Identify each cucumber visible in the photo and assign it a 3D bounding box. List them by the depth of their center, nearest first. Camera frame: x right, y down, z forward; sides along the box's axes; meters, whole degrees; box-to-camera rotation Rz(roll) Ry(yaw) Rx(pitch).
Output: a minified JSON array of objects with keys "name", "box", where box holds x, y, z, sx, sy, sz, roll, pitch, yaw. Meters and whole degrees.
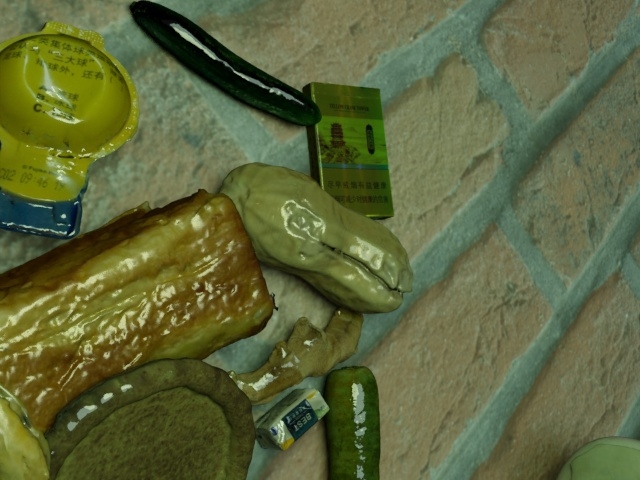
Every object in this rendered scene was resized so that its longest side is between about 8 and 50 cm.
[{"name":"cucumber","box":[-0.120,-0.224,0.945,0.284,0.056,0.056,29,67,-20]}]

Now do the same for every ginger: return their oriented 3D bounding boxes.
[{"name":"ginger","box":[-0.045,0.152,0.912,0.288,0.075,0.089,-20,114,-37]}]

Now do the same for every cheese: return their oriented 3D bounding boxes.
[{"name":"cheese","box":[-0.289,-0.129,0.789,0.177,0.069,0.270,11,61,-21]}]

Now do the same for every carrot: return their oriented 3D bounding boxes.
[{"name":"carrot","box":[0.043,0.342,0.932,0.074,0.074,0.359,5,80,-31]}]

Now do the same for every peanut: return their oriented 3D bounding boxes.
[{"name":"peanut","box":[0.000,0.000,0.932,0.290,0.130,0.130,30,67,-23]}]

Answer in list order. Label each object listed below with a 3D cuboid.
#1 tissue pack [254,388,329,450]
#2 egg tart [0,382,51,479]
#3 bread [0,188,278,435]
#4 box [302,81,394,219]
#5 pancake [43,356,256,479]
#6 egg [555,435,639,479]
[{"name":"tissue pack","box":[-0.038,0.223,0.907,0.083,0.062,0.042,-36,97,-32]},{"name":"egg tart","box":[-0.330,0.183,0.593,0.241,0.106,0.241,0,111,0]},{"name":"bread","box":[-0.223,0.083,0.770,0.344,0.148,0.195,-28,109,-33]},{"name":"box","box":[0.040,-0.126,1.040,0.121,0.030,0.193,-1,81,-32]},{"name":"pancake","box":[-0.179,0.252,0.746,0.286,0.033,0.288,13,100,-50]},{"name":"egg","box":[0.461,0.443,1.050,0.278,0.278,0.336,-16,93,-33]}]
